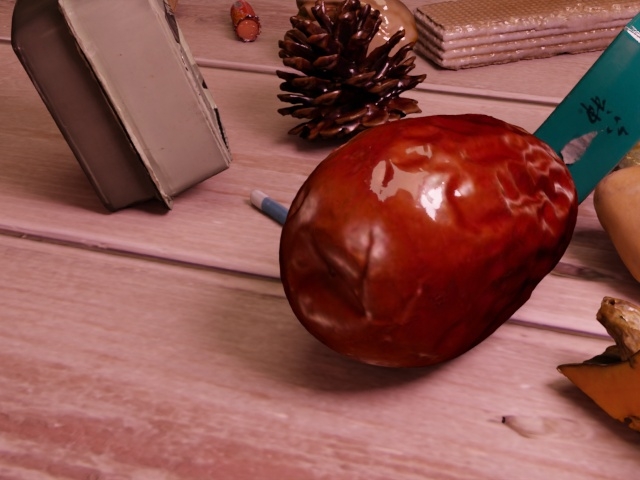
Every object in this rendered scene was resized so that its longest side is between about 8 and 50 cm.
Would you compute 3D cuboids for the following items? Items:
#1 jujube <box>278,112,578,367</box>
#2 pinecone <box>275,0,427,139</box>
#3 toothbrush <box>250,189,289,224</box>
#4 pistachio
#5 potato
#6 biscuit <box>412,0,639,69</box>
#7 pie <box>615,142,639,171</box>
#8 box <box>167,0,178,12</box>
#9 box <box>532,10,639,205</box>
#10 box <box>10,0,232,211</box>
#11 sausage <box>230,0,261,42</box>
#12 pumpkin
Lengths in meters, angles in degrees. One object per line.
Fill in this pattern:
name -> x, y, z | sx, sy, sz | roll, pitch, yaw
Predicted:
jujube -> 0.106, -0.006, 0.966 | 0.223, 0.223, 0.318 | 21, 27, 35
pinecone -> 0.033, -0.218, 1.373 | 0.207, 0.208, 0.208 | -1, 29, 1
toothbrush -> 0.000, 0.000, 1.154 | 0.025, 0.019, 0.275 | -13, 31, -31
pistachio -> 0.047, -0.317, 1.621 | 0.215, 0.144, 0.144 | 12, 31, 35
potato -> 0.345, -0.008, 1.058 | 0.118, 0.109, 0.178 | -19, 46, -19
biscuit -> 0.364, -0.349, 1.714 | 0.426, 0.079, 0.144 | -11, 32, -16
pie -> 0.440, -0.097, 1.290 | 0.186, 0.041, 0.187 | -1, 29, 1
box -> -0.324, -0.470, 1.936 | 0.111, 0.111, 0.177 | -24, 36, -35
box -> 0.307, -0.135, 1.152 | 0.092, 0.245, 0.153 | 43, 42, 7
box -> -0.228, -0.189, 1.236 | 0.166, 0.291, 0.220 | -24, 31, 1
sausage -> -0.131, -0.384, 1.829 | 0.048, 0.050, 0.145 | -1, 27, -9
pumpkin -> 0.306, 0.104, 0.843 | 0.131, 0.126, 0.248 | -14, 31, -26
